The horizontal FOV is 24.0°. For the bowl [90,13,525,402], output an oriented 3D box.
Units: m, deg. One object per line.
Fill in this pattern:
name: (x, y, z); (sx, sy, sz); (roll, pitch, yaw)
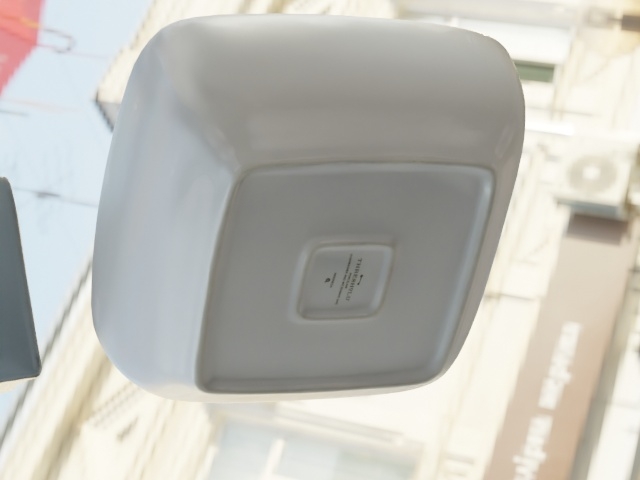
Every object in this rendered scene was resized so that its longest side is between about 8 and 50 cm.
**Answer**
bowl: (0.000, 0.000, 0.501); (0.053, 0.142, 0.142); (-118, 35, -50)

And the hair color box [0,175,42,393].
hair color box: (-0.353, 0.058, 0.811); (0.185, 0.374, 0.114); (152, 109, -72)
